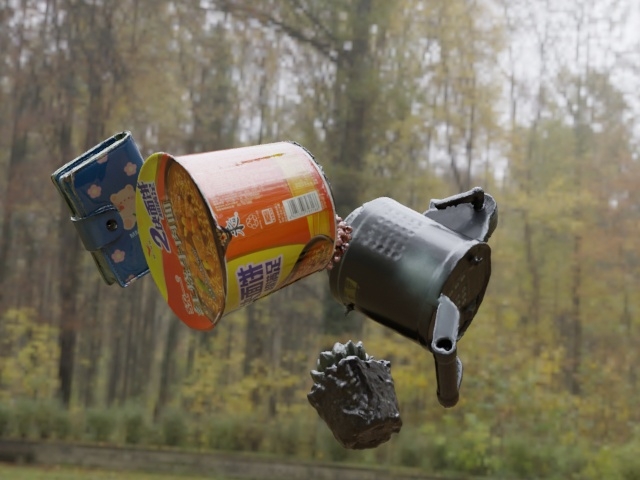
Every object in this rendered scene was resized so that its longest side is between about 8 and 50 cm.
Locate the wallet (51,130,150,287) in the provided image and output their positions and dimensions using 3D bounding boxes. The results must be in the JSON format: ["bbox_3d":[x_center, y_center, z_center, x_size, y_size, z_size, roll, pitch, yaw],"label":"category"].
[{"bbox_3d":[-0.295,-0.040,1.689,0.141,0.202,0.059,-34,27,-22],"label":"wallet"}]

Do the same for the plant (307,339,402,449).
[{"bbox_3d":[0.056,0.263,2.002,0.132,0.195,0.129,13,-50,-45],"label":"plant"}]

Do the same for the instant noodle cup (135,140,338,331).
[{"bbox_3d":[-0.092,-0.018,1.331,0.174,0.213,0.213,-17,4,-30],"label":"instant noodle cup"}]

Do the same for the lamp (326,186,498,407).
[{"bbox_3d":[0.141,0.062,1.930,0.272,0.374,0.205,9,-36,18],"label":"lamp"}]

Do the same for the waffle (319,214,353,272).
[{"bbox_3d":[0.000,0.000,1.427,0.083,0.075,0.029,34,-9,47],"label":"waffle"}]
